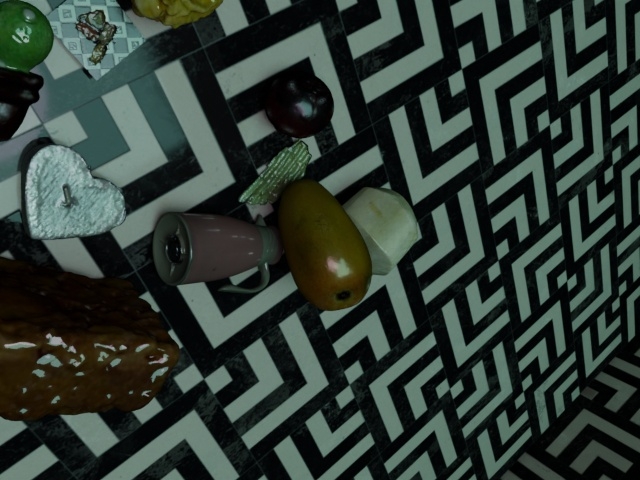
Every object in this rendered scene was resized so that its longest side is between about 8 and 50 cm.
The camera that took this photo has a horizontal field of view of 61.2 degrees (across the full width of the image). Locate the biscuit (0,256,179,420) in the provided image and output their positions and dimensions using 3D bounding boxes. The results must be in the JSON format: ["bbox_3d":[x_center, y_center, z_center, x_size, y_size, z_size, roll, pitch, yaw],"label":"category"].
[{"bbox_3d":[-0.466,0.151,0.881,0.395,0.342,0.166,15,99,-35],"label":"biscuit"}]

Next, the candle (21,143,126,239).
[{"bbox_3d":[-0.461,-0.070,0.973,0.168,0.068,0.192,-50,125,-15],"label":"candle"}]

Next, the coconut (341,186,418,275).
[{"bbox_3d":[0.118,-0.014,1.322,0.222,0.202,0.202,-46,126,-16],"label":"coconut"}]

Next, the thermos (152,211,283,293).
[{"bbox_3d":[-0.199,0.027,1.146,0.265,0.146,0.176,0,80,-45],"label":"thermos"}]

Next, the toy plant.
[{"bbox_3d":[-0.509,-0.278,0.800,0.218,0.175,0.235,19,101,4],"label":"toy plant"}]

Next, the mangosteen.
[{"bbox_3d":[-0.049,-0.282,1.155,0.152,0.152,0.153,-13,113,-32],"label":"mangosteen"}]

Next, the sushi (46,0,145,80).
[{"bbox_3d":[-0.393,-0.367,0.945,0.120,0.026,0.126,-44,122,-11],"label":"sushi"}]

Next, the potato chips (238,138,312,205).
[{"bbox_3d":[-0.094,-0.141,1.233,0.207,0.028,0.092,-49,125,-13],"label":"potato chips"}]

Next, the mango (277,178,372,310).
[{"bbox_3d":[0.000,0.000,1.178,0.173,0.317,0.211,-24,161,1],"label":"mango"}]

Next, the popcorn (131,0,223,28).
[{"bbox_3d":[-0.257,-0.445,0.946,0.140,0.163,0.194,86,23,-44],"label":"popcorn"}]
